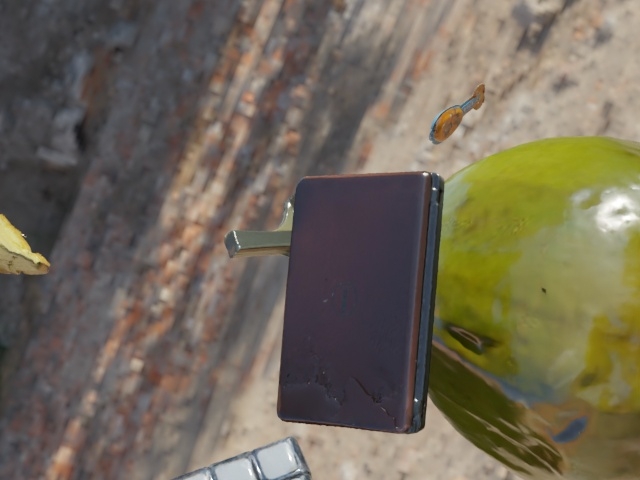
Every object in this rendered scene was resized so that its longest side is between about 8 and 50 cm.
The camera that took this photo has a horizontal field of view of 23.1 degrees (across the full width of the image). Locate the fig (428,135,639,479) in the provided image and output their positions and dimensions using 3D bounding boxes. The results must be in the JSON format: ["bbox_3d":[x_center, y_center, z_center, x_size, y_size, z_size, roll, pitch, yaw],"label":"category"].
[{"bbox_3d":[0.227,0.055,1.373,0.343,0.343,0.343,-57,21,35],"label":"fig"}]

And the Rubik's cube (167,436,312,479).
[{"bbox_3d":[-0.082,0.373,1.534,0.237,0.238,0.237,81,164,-53],"label":"Rubik's cube"}]

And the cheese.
[{"bbox_3d":[0.169,-0.156,1.938,0.111,0.017,0.047,-41,-33,-30],"label":"cheese"}]

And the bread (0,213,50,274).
[{"bbox_3d":[-0.295,-0.018,1.388,0.109,0.084,0.080,3,74,26],"label":"bread"}]

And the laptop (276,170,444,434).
[{"bbox_3d":[0.030,0.049,1.265,0.154,0.026,0.207,-1,81,44],"label":"laptop"}]

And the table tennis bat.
[{"bbox_3d":[0.000,0.000,1.559,0.019,0.220,0.130,-50,54,41],"label":"table tennis bat"}]
